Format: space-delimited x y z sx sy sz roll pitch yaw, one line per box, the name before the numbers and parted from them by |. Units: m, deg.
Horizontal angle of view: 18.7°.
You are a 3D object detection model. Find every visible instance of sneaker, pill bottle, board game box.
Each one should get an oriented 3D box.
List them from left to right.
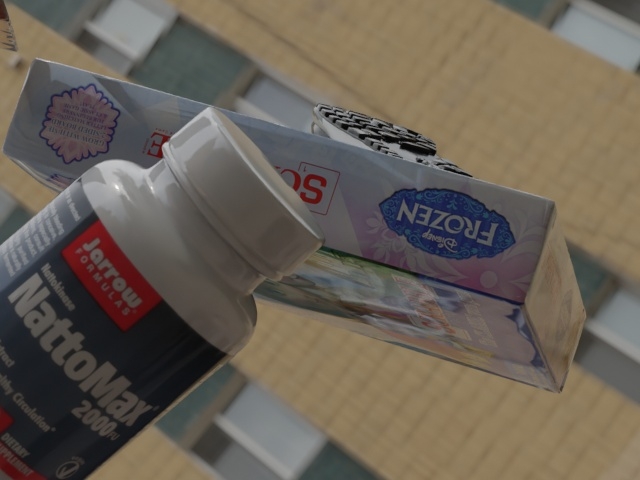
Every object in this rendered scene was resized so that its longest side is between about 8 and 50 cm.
pill bottle | -0.092 0.027 0.872 0.180 0.108 0.108 -41 -39 6
board game box | 0.000 0.000 1.225 0.319 0.318 0.066 51 -123 -72
sneaker | 0.041 -0.021 1.519 0.107 0.283 0.124 15 -77 -21

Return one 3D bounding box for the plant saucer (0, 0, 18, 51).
plant saucer | -0.228 -0.227 1.054 0.047 0.258 0.259 -19 -86 -7
